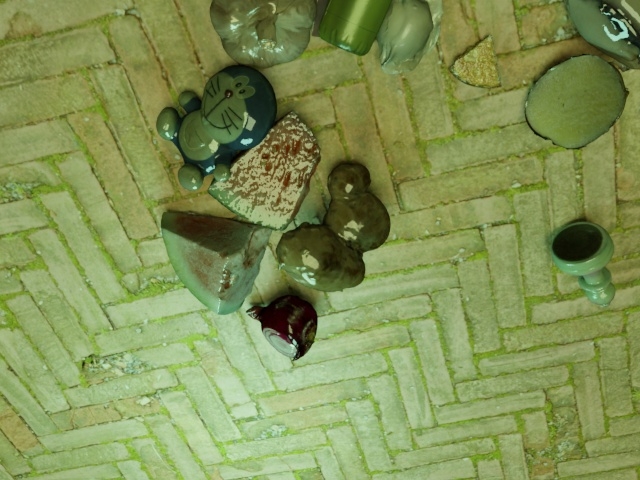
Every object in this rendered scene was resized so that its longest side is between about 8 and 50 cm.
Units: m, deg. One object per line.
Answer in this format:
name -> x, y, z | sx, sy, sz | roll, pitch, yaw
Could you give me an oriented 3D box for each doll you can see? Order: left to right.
doll -> -0.204, -0.243, 1.210 | 0.258, 0.228, 0.154 | -37, 159, 32

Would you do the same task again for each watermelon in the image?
watermelon -> -0.248, 0.044, 1.410 | 0.231, 0.193, 0.310 | -14, 108, 29
watermelon -> -0.103, -0.163, 1.296 | 0.193, 0.140, 0.257 | 33, 105, -13

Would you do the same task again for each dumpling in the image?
dumpling -> 0.178, -0.420, 1.157 | 0.127, 0.108, 0.188 | 5, 109, -36
dumpling -> 0.590, -0.461, 1.104 | 0.204, 0.163, 0.293 | -39, 102, 24

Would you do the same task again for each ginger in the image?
ginger -> 0.048, -0.020, 1.332 | 0.244, 0.155, 0.304 | 36, 83, -28

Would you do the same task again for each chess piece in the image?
chess piece -> 0.679, 0.085, 1.454 | 0.139, 0.139, 0.272 | -29, 128, 15

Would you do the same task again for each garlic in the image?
garlic -> -0.106, -0.417, 1.088 | 0.218, 0.212, 0.218 | -3, 125, -4

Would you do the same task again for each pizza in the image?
pizza -> 0.340, -0.377, 1.222 | 0.123, 0.026, 0.109 | 17, 116, -7

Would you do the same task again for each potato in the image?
potato -> 0.551, -0.289, 1.220 | 0.202, 0.117, 0.182 | -41, 70, 46

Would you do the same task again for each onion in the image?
onion -> -0.093, 0.203, 1.509 | 0.198, 0.135, 0.173 | 31, 144, 25

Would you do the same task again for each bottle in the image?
bottle -> 0.091, -0.488, 1.091 | 0.112, 0.112, 0.260 | 20, 112, -12

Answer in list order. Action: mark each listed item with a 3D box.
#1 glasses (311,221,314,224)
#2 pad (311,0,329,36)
glasses -> 0.000, 0.000, 1.437 | 0.140, 0.062, 0.104 | 11, 97, -7
pad -> 0.050, -0.491, 1.146 | 0.113, 0.006, 0.188 | 1, 121, -18
